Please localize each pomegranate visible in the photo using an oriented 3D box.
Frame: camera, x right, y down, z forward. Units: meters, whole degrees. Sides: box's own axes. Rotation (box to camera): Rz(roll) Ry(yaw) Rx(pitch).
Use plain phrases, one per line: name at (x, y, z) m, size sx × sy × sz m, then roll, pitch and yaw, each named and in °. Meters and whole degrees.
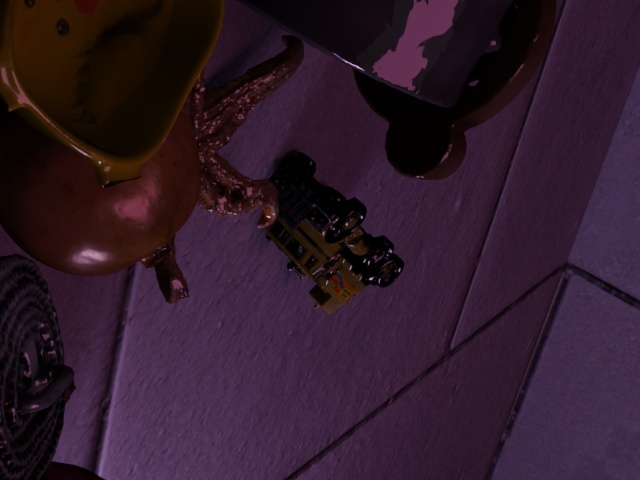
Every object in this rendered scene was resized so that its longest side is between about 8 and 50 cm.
pomegranate at (-0.199, -0.059, 1.320) m, size 0.191 × 0.191 × 0.191 m, roll -44°, pitch 152°, yaw -31°

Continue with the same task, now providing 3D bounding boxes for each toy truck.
toy truck at (0.003, -0.004, 1.877) m, size 0.127 × 0.127 × 0.257 m, roll -41°, pitch 154°, yaw -5°

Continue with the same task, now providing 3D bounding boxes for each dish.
dish at (-0.199, -0.184, 1.205) m, size 0.221 × 0.108 × 0.262 m, roll 38°, pitch 62°, yaw -44°

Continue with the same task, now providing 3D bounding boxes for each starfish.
starfish at (-0.124, -0.092, 1.541) m, size 0.375 × 0.094 × 0.327 m, roll 32°, pitch 71°, yaw -63°

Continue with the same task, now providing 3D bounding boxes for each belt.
belt at (-0.297, 0.120, 1.234) m, size 0.295 × 0.160 × 0.207 m, roll -49°, pitch 135°, yaw -84°

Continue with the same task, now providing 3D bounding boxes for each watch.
watch at (0.042, -0.267, 1.473) m, size 0.327 × 0.335 × 0.314 m, roll 18°, pitch 108°, yaw -47°

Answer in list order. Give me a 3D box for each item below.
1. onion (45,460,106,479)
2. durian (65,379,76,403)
onion at (-0.301, 0.365, 1.540) m, size 0.276 × 0.276 × 0.276 m, roll -44°, pitch 152°, yaw -31°
durian at (-0.330, 0.174, 1.450) m, size 0.148 × 0.091 × 0.188 m, roll -48°, pitch 173°, yaw 27°
